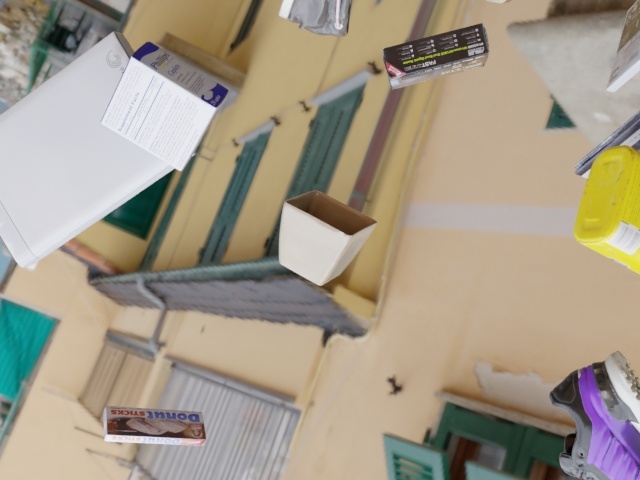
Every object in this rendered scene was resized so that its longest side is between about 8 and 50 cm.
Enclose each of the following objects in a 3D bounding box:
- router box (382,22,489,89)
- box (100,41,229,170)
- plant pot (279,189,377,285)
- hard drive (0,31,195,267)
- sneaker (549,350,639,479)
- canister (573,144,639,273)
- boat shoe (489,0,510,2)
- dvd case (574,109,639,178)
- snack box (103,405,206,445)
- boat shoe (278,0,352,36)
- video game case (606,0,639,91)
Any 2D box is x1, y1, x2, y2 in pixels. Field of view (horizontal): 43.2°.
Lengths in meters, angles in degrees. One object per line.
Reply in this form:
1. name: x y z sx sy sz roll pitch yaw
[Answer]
1. router box: 0.138 -0.219 0.970 0.122 0.038 0.092 -13 -179 8
2. box: -0.224 -0.193 1.161 0.137 0.072 0.126 31 124 -9
3. plant pot: 0.000 0.000 1.157 0.109 0.096 0.109 29 -158 16
4. hard drive: -0.410 -0.145 1.329 0.233 0.353 0.047 58 -169 3
5. sneaker: 0.412 0.306 1.116 0.146 0.293 0.102 -27 180 20
6. canister: 0.378 -0.020 0.912 0.170 0.126 0.073 24 169 -23
7. boat shoe: 0.215 -0.411 1.151 0.095 0.095 0.257 13 -151 -16
8. dvd case: 0.447 -0.090 0.971 0.221 0.018 0.164 17 153 -10
9. snack box: -0.295 0.331 1.441 0.178 0.022 0.064 9 -144 -24
10. boat shoe: 0.044 -0.381 0.960 0.095 0.112 0.335 23 143 -7
11. video game case: 0.600 -0.388 1.527 0.022 0.173 0.190 16 176 4
